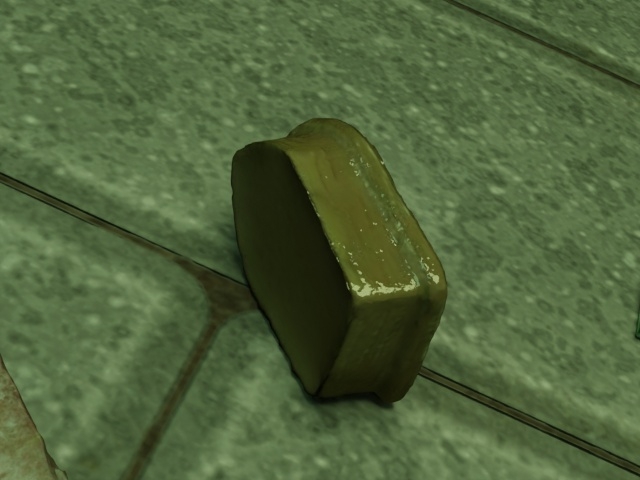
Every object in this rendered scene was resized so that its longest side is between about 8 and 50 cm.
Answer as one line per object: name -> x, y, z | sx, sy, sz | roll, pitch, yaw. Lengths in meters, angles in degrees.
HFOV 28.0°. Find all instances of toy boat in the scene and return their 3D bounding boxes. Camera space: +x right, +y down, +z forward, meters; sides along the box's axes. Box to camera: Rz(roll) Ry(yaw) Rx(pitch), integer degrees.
toy boat -> 0.000, 0.000, 0.775 | 0.061, 0.116, 0.188 | -8, 48, -26

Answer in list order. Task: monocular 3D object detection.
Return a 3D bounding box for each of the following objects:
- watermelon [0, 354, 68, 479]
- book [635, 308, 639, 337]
watermelon -> -0.168, 0.137, 0.466 | 0.260, 0.176, 0.256 | -42, 98, -32
book -> 0.299, 0.064, 0.938 | 0.135, 0.017, 0.103 | 25, 40, 2
